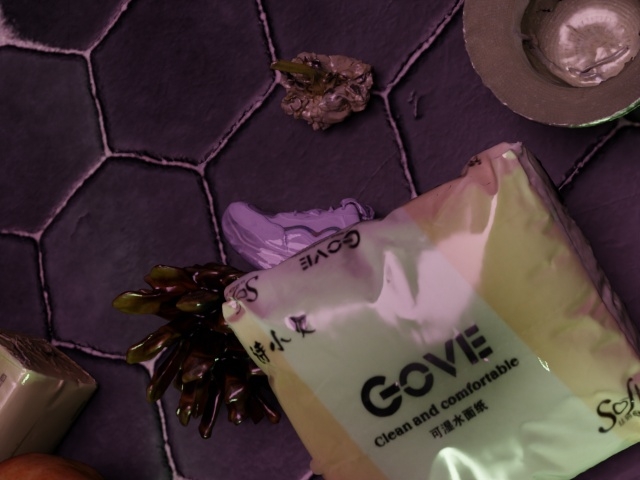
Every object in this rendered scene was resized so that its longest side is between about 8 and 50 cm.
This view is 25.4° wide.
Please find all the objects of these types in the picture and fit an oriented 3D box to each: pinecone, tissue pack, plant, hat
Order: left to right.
[{"bbox_3d":[-0.407,0.229,1.743,0.125,0.159,0.234,36,93,26],"label":"tissue pack"},{"bbox_3d":[-0.117,0.123,1.623,0.229,0.202,0.201,-10,86,30],"label":"pinecone"},{"bbox_3d":[-0.003,-0.195,1.690,0.116,0.122,0.104,-17,61,26],"label":"plant"},{"bbox_3d":[0.140,0.122,1.488,0.375,0.195,0.390,-34,90,8],"label":"tissue pack"},{"bbox_3d":[0.294,-0.231,1.560,0.257,0.130,0.257,-6,76,23],"label":"hat"}]

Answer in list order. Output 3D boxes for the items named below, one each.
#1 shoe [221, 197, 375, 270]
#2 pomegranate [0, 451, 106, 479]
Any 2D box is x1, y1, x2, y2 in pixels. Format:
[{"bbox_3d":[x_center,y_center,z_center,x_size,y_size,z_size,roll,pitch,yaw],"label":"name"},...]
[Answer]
[{"bbox_3d":[0.000,0.000,1.661,0.245,0.095,0.137,33,89,22],"label":"shoe"},{"bbox_3d":[-0.325,0.386,1.618,0.281,0.281,0.281,-5,77,22],"label":"pomegranate"}]
